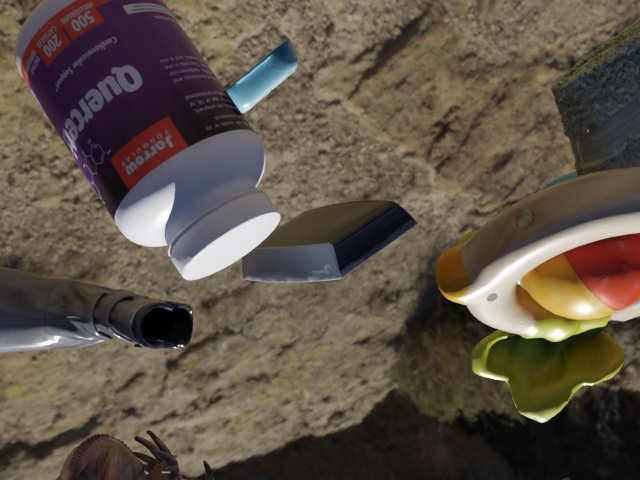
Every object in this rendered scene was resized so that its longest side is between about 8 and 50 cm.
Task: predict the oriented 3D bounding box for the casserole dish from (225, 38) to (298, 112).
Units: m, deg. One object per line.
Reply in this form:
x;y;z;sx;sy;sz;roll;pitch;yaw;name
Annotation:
-0.074;-0.199;1.031;0.114;0.037;0.188;-40;-170;3;casserole dish

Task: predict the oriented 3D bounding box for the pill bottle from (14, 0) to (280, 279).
-0.184;-0.122;0.915;0.182;0.323;0.181;-33;168;-8;pill bottle

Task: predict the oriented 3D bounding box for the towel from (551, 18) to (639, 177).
0.233;-0.100;0.617;0.148;0.027;0.110;-32;109;-29;towel

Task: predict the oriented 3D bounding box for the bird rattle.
0.190;0.021;0.521;0.254;0.143;0.207;-22;151;38;bird rattle

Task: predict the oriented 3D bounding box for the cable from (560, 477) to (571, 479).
0.299;0.297;0.852;0.184;0.151;0.047;24;88;-63;cable

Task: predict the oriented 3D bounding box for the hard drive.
0.000;0.000;1.191;0.172;0.054;0.255;-33;-164;-30;hard drive

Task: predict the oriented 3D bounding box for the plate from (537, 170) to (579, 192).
0.334;0.001;0.989;0.024;0.188;0.188;-57;174;-49;plate

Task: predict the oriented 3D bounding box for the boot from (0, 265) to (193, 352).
-0.320;0.095;1.073;0.338;0.223;0.118;-5;100;-68;boot

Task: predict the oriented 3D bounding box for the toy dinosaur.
-0.246;0.298;1.005;0.200;0.127;0.295;-53;147;-27;toy dinosaur
